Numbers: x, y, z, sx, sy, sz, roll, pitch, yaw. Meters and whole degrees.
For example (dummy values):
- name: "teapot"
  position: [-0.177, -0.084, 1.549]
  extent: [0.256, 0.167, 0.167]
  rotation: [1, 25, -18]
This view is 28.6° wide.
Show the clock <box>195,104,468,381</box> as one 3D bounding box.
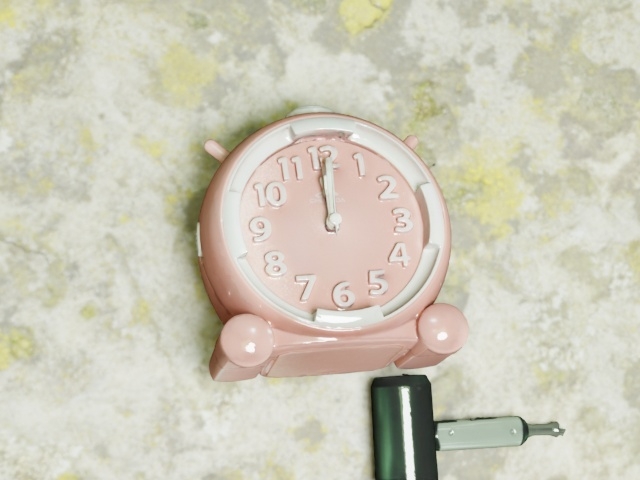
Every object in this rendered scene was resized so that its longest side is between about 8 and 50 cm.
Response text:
- name: "clock"
  position: [0.000, 0.000, 1.115]
  extent: [0.227, 0.142, 0.241]
  rotation: [-3, 75, -13]

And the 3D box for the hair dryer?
- name: "hair dryer"
  position: [0.141, 0.173, 1.168]
  extent: [0.197, 0.057, 0.100]
  rotation: [1, 83, -21]
